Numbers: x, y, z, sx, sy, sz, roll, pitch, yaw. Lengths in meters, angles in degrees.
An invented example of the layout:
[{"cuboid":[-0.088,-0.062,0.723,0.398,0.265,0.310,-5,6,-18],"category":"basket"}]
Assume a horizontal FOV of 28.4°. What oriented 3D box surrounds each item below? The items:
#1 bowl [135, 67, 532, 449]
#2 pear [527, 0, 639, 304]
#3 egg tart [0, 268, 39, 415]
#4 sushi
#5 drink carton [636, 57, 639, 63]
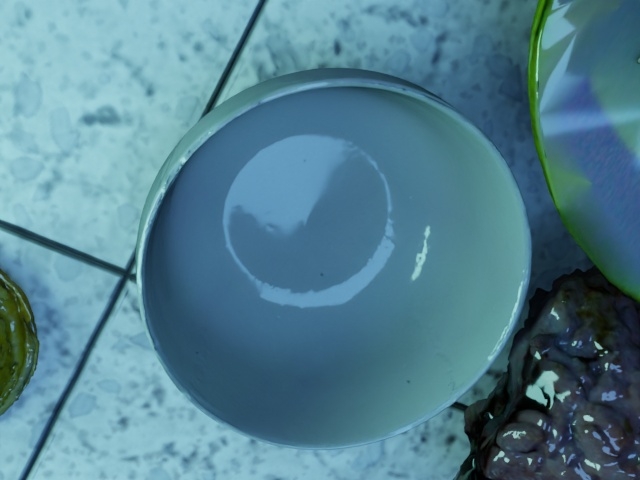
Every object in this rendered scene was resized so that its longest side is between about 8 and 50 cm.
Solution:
[{"cuboid":[0.000,0.000,0.955,0.287,0.144,0.287,-5,113,-12],"category":"bowl"},{"cuboid":[0.312,-0.152,0.954,0.399,0.165,0.399,-5,112,-13],"category":"pear"},{"cuboid":[-0.309,0.088,0.960,0.191,0.074,0.191,-4,110,-12],"category":"egg tart"},{"cuboid":[0.208,0.153,1.027,0.171,0.236,0.270,19,135,0],"category":"sushi"},{"cuboid":[0.397,-0.086,0.838,0.324,0.132,0.194,35,99,-23],"category":"drink carton"}]
